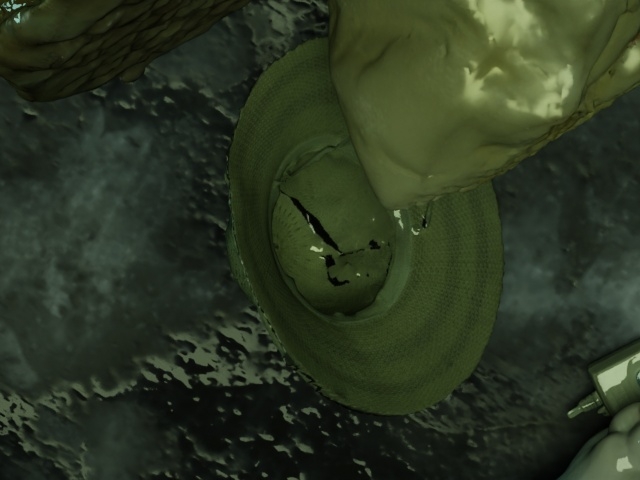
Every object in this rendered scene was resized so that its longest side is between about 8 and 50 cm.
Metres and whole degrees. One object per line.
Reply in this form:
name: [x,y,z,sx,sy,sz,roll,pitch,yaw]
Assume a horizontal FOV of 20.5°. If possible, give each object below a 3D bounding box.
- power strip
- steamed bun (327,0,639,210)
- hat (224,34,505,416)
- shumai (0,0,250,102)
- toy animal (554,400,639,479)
power strip: [0.258,0.078,1.238,0.191,0.030,0.047,-28,101,5]
steamed bun: [0.136,-0.176,1.073,0.289,0.276,0.203,-32,90,31]
hat: [0.000,0.000,1.169,0.110,0.252,0.252,-15,107,46]
shumai: [-0.115,-0.258,1.008,0.314,0.267,0.262,-32,89,46]
toy animal: [0.157,0.274,1.212,0.357,0.194,0.258,-34,93,-1]
